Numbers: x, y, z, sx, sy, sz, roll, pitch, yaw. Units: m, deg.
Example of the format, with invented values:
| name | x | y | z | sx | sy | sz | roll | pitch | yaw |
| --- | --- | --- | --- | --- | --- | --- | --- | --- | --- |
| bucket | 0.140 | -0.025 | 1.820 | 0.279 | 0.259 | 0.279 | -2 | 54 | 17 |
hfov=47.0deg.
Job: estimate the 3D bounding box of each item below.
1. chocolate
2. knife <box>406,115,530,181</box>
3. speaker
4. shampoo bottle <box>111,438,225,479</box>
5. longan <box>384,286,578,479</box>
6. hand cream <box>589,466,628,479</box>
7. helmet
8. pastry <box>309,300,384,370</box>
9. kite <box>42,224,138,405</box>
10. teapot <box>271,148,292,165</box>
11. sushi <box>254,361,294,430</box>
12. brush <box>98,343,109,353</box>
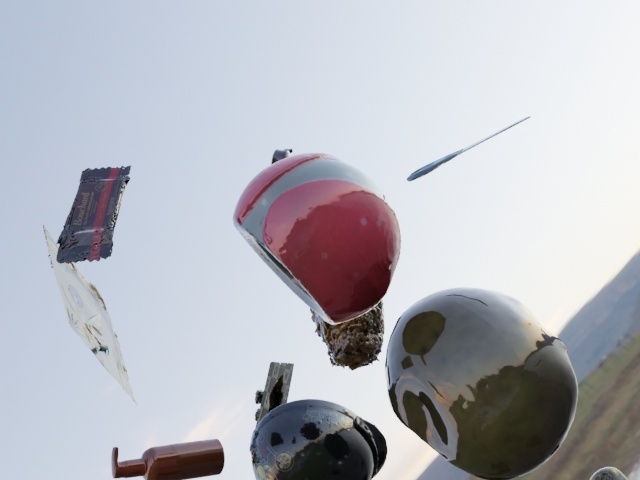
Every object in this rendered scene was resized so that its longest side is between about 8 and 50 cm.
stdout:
| name | x | y | z | sx | sy | sz | roll | pitch | yaw |
| --- | --- | --- | --- | --- | --- | --- | --- | --- | --- |
| chocolate | -0.321 | -0.041 | 1.050 | 0.086 | 0.182 | 0.028 | -7 | -43 | 6 |
| knife | 0.286 | -0.180 | 1.466 | 0.313 | 0.019 | 0.044 | -27 | 5 | 41 |
| speaker | 0.000 | 0.000 | 1.225 | 0.294 | 0.294 | 0.294 | -39 | -24 | -21 |
| shampoo bottle | -0.335 | 0.488 | 1.617 | 0.244 | 0.085 | 0.085 | 4 | -51 | -30 |
| longan | 0.260 | 0.230 | 1.220 | 0.288 | 0.350 | 0.288 | -18 | -52 | -24 |
| hand cream | 0.637 | 0.551 | 1.506 | 0.084 | 0.203 | 0.084 | -42 | 20 | 18 |
| helmet | -0.004 | 0.444 | 1.427 | 0.160 | 0.279 | 0.230 | -87 | 13 | -68 |
| pastry | 0.064 | 0.198 | 1.839 | 0.275 | 0.193 | 0.274 | 1 | -90 | -83 |
| kite | -0.421 | 0.138 | 1.336 | 0.013 | 0.377 | 0.327 | -27 | 3 | -6 |
| teapot | -0.077 | -0.153 | 1.529 | 0.068 | 0.045 | 0.100 | 77 | -159 | -54 |
| sushi | -0.138 | 0.421 | 1.940 | 0.193 | 0.040 | 0.210 | 30 | -110 | -68 |
| brush | -0.371 | 0.185 | 1.259 | 0.083 | 0.016 | 0.013 | 162 | 127 | -75 |
